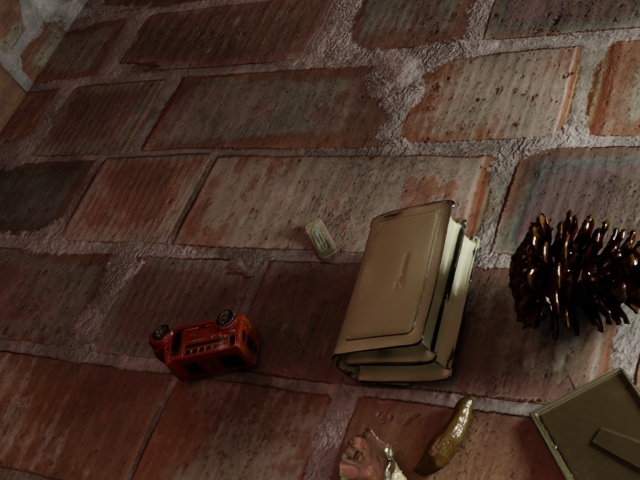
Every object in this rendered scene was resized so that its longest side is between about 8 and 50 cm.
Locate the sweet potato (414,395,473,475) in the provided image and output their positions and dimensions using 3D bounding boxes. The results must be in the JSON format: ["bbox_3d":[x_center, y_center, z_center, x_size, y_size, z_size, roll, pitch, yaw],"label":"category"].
[{"bbox_3d":[0.242,0.366,1.748,0.053,0.054,0.182,26,67,33],"label":"sweet potato"}]

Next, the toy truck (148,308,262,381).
[{"bbox_3d":[-0.267,0.245,2.115,0.253,0.107,0.114,-15,47,20],"label":"toy truck"}]

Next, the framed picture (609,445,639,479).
[{"bbox_3d":[0.565,0.460,1.500,0.197,0.014,0.252,-44,44,-9],"label":"framed picture"}]

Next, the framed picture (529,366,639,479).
[{"bbox_3d":[0.498,0.355,1.611,0.192,0.018,0.265,-30,40,8],"label":"framed picture"}]

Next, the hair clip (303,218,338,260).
[{"bbox_3d":[0.001,0.001,2.222,0.054,0.022,0.137,-32,44,2],"label":"hair clip"}]

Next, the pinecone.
[{"bbox_3d":[0.492,0.065,1.725,0.292,0.246,0.246,0,53,18],"label":"pinecone"}]

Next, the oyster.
[{"bbox_3d":[0.105,0.441,1.763,0.132,0.072,0.209,-55,27,-10],"label":"oyster"}]

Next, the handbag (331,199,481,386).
[{"bbox_3d":[0.175,0.110,1.931,0.237,0.160,0.358,-7,50,34],"label":"handbag"}]
